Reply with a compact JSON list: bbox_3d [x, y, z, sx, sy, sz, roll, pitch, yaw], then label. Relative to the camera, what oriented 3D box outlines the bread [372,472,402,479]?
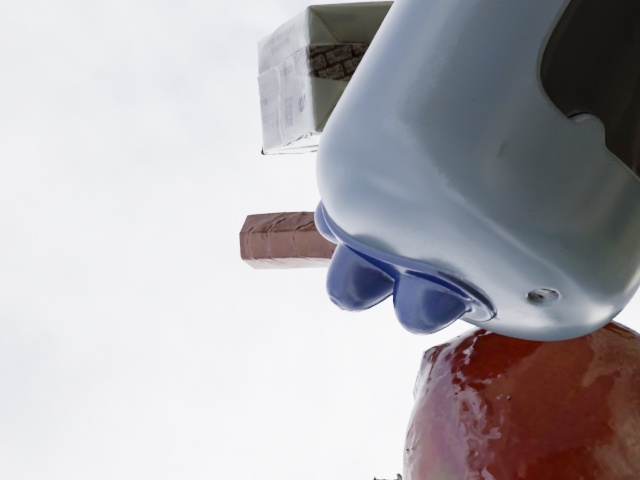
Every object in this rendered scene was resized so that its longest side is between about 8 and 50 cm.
[{"bbox_3d":[0.078,0.308,1.652,0.140,0.069,0.128,42,-123,-44],"label":"bread"}]

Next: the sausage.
[{"bbox_3d":[0.000,-0.001,1.700,0.065,0.169,0.065,-1,-90,-66],"label":"sausage"}]

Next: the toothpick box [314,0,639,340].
[{"bbox_3d":[0.134,-0.092,1.063,0.263,0.263,0.354,39,-108,-32],"label":"toothpick box"}]

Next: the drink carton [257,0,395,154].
[{"bbox_3d":[0.116,-0.158,1.571,0.324,0.194,0.132,-3,-93,-17],"label":"drink carton"}]

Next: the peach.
[{"bbox_3d":[0.234,0.229,1.465,0.290,0.373,0.372,83,-166,-52],"label":"peach"}]
